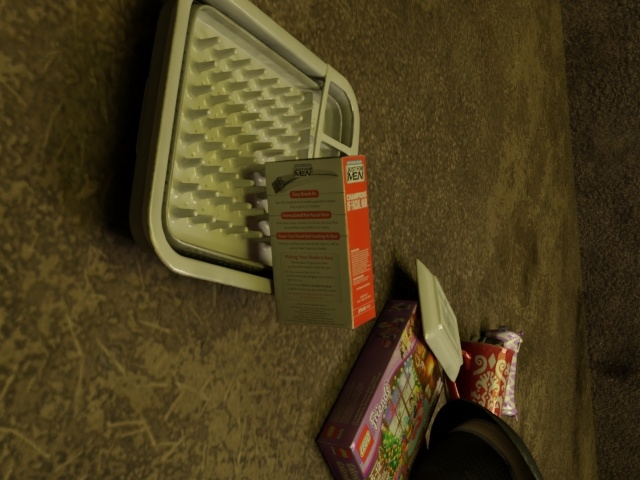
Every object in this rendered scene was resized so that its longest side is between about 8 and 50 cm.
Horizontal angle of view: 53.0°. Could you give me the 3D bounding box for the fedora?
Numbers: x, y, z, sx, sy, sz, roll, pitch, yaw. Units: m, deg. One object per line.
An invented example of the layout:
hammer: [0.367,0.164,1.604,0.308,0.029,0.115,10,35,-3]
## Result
fedora: [0.220,0.428,1.046,0.153,0.334,0.333,-12,102,-24]

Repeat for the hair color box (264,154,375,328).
hair color box: [0.000,0.000,0.652,0.053,0.093,0.167,-17,106,-58]

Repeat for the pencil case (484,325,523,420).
pencil case: [0.416,0.304,1.481,0.086,0.088,0.206,49,48,-73]

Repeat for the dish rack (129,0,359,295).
dish rack: [-0.071,-0.086,0.690,0.333,0.072,0.285,21,73,-57]

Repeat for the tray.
tray: [0.215,0.147,1.136,0.270,0.030,0.145,52,29,-56]

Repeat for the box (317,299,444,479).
box: [0.107,0.262,0.996,0.293,0.057,0.200,-56,135,-43]

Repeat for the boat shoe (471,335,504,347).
boat shoe: [0.360,0.325,1.405,0.081,0.069,0.227,26,68,-57]

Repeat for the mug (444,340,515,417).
mug: [0.313,0.297,1.324,0.113,0.150,0.169,122,-21,-79]
